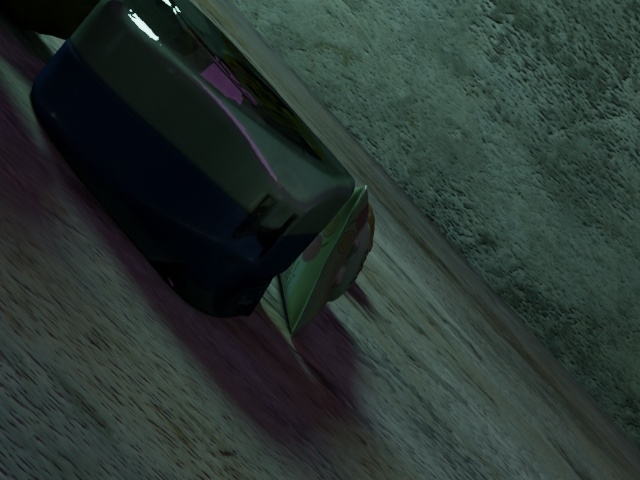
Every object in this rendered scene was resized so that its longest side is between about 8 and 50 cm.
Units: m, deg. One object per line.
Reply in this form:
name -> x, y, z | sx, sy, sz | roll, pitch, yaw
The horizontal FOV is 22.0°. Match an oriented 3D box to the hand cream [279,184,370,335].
hand cream -> 0.000, 0.000, 1.568 | 0.093, 0.147, 0.306 | 27, 5, -4

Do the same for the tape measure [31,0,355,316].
tape measure -> -0.099, -0.079, 1.326 | 0.262, 0.138, 0.259 | 49, 6, 4

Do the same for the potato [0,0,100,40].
potato -> -0.270, -0.296, 1.423 | 0.298, 0.141, 0.176 | 47, -3, -17

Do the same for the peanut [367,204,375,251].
peanut -> 0.005, -0.037, 1.928 | 0.093, 0.083, 0.194 | 12, -18, 29
